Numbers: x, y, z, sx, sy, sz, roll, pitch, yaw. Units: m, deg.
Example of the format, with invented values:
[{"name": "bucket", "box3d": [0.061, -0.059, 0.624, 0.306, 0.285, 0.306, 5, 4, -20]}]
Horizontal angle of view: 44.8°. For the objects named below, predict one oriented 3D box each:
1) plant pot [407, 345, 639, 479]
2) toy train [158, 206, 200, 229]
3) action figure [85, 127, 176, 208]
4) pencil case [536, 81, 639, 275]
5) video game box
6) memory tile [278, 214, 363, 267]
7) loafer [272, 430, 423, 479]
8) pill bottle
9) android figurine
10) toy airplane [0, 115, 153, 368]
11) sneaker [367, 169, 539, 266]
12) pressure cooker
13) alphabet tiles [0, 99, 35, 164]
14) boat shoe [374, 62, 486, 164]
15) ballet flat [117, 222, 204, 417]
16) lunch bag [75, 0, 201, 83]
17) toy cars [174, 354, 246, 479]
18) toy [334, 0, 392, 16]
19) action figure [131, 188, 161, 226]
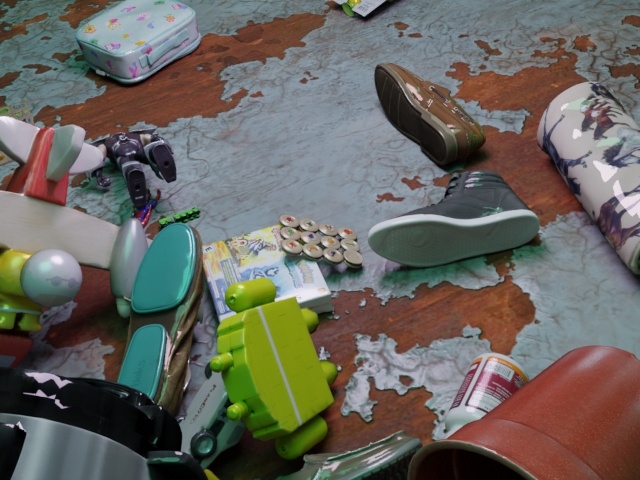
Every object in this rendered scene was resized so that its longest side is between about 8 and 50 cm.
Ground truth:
[{"name": "plant pot", "box3d": [0.289, 0.272, 0.902, 0.272, 0.272, 0.265, 30, 47, 34]}, {"name": "toy train", "box3d": [-0.270, -0.044, 1.489, 0.083, 0.017, 0.023, -23, 34, -15]}, {"name": "action figure", "box3d": [-0.381, -0.161, 1.568, 0.185, 0.099, 0.285, -28, 29, -15]}, {"name": "pencil case", "box3d": [0.524, -0.118, 1.336, 0.184, 0.159, 0.410, -19, 43, 1]}, {"name": "video game box", "box3d": [-0.098, 0.064, 1.324, 0.187, 0.048, 0.205, -15, 43, -11]}, {"name": "memory tile", "box3d": [0.000, 0.000, 1.354, 0.148, 0.012, 0.113, 12, 35, -14]}, {"name": "loafer", "box3d": [0.015, 0.305, 1.011, 0.251, 0.094, 0.087, -22, 49, -14]}, {"name": "pill bottle", "box3d": [0.223, 0.235, 1.061, 0.086, 0.086, 0.152, 17, 49, 25]}, {"name": "android figurine", "box3d": [-0.060, 0.170, 1.052, 0.056, 0.248, 0.273, -22, -3, 23]}, {"name": "toy airplane", "box3d": [-0.437, 0.001, 1.198, 0.386, 0.384, 0.272, -32, 38, -26]}, {"name": "sneaker", "box3d": [0.215, -0.044, 1.356, 0.296, 0.104, 0.146, -7, 41, -8]}, {"name": "pressure cooker", "box3d": [-0.347, 0.334, 0.829, 0.370, 0.375, 0.420, 24, 42, -23]}, {"name": "alphabet tiles", "box3d": [-0.752, -0.234, 1.775, 0.198, 0.009, 0.237, -22, 45, -15]}, {"name": "boat shoe", "box3d": [0.219, -0.267, 1.596, 0.105, 0.110, 0.307, -20, 54, -18]}, {"name": "ballet flat", "box3d": [-0.232, 0.139, 1.201, 0.116, 0.124, 0.342, -9, 53, 15]}, {"name": "lunch bag", "box3d": [-0.451, -0.503, 1.943, 0.224, 0.107, 0.279, 30, 56, 28]}, {"name": "toy cars", "box3d": [-0.142, 0.316, 1.023, 0.176, 0.087, 0.393, -35, 31, 32]}, {"name": "toy", "box3d": [0.156, -0.661, 2.056, 0.237, 0.056, 0.137, -37, 53, -21]}, {"name": "action figure", "box3d": [-0.346, -0.059, 1.509, 0.038, 0.030, 0.115, 7, 47, 9]}]
